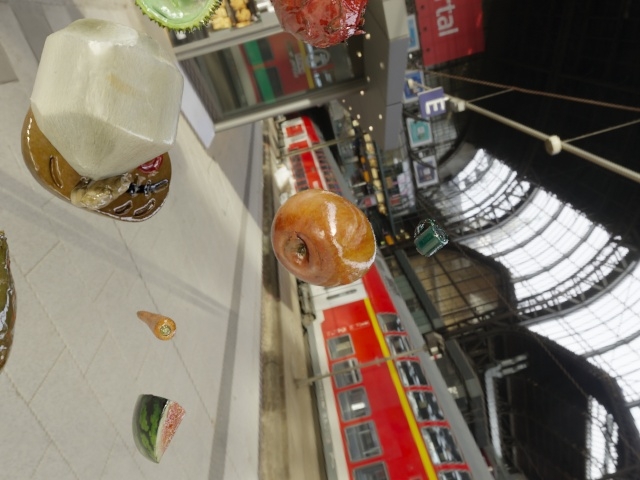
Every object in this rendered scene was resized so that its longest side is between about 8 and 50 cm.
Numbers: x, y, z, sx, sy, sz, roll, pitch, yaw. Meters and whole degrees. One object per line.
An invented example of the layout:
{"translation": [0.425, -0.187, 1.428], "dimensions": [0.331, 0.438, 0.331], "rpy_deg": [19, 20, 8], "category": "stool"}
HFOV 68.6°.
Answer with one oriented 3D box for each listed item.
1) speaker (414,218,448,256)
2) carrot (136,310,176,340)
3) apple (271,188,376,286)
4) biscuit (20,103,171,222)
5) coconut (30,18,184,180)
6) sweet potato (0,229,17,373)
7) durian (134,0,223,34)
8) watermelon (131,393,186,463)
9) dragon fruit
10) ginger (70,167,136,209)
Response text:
{"translation": [0.271, -0.013, 1.191], "dimensions": [0.060, 0.075, 0.094], "rpy_deg": [0, 52, -48], "category": "speaker"}
{"translation": [-0.469, 0.233, 1.331], "dimensions": [0.257, 0.061, 0.061], "rpy_deg": [6, -64, 54], "category": "carrot"}
{"translation": [0.000, 0.000, 1.012], "dimensions": [0.235, 0.173, 0.210], "rpy_deg": [16, -62, 38], "category": "apple"}
{"translation": [-0.505, -0.214, 1.121], "dimensions": [0.367, 0.063, 0.313], "rpy_deg": [29, 65, -52], "category": "biscuit"}
{"translation": [-0.373, -0.237, 0.831], "dimensions": [0.237, 0.238, 0.265], "rpy_deg": [-100, -156, -82], "category": "coconut"}
{"translation": [-0.444, 0.154, 0.512], "dimensions": [0.158, 0.369, 0.158], "rpy_deg": [40, 7, -6], "category": "sweet potato"}
{"translation": [-0.243, -0.421, 0.824], "dimensions": [0.100, 0.216, 0.086], "rpy_deg": [102, -3, -53], "category": "durian"}
{"translation": [-0.295, 0.318, 0.860], "dimensions": [0.135, 0.094, 0.125], "rpy_deg": [24, -69, 50], "category": "watermelon"}
{"translation": [-0.004, -0.602, 1.152], "dimensions": [0.241, 0.253, 0.240], "rpy_deg": [177, -90, -87], "category": "dragon fruit"}
{"translation": [-0.417, -0.129, 0.949], "dimensions": [0.214, 0.133, 0.058], "rpy_deg": [-54, 128, -35], "category": "ginger"}
